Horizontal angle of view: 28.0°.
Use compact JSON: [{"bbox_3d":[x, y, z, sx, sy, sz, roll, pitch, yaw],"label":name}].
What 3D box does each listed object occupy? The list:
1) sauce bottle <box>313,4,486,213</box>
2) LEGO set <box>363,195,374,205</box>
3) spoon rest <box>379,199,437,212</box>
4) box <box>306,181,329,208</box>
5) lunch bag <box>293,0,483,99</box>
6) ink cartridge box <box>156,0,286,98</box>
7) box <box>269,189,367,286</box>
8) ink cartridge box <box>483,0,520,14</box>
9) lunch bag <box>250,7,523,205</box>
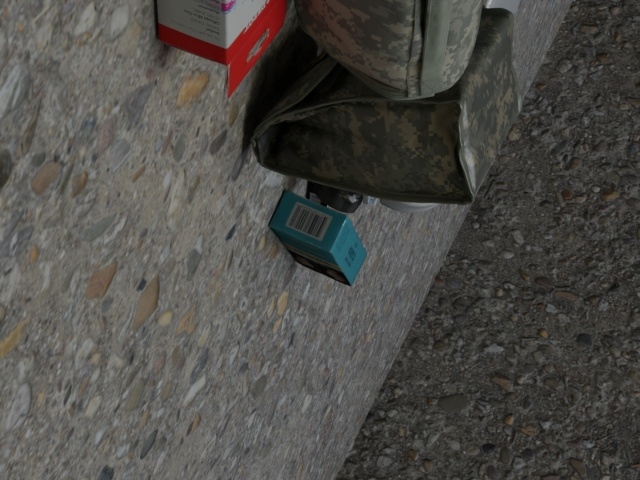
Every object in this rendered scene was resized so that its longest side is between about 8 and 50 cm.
[{"bbox_3d":[0.101,-0.193,1.758,0.344,0.111,0.111,-61,171,23],"label":"sauce bottle"},{"bbox_3d":[0.096,-0.149,2.048,0.244,0.060,0.182,8,90,-81],"label":"LEGO set"},{"bbox_3d":[0.185,-0.150,1.781,0.276,0.084,0.137,-58,-178,-14],"label":"spoon rest"},{"bbox_3d":[0.025,-0.152,1.893,0.207,0.036,0.114,97,19,-47],"label":"box"},{"bbox_3d":[0.074,-0.312,1.244,0.305,0.213,0.256,91,-20,-61],"label":"lunch bag"},{"bbox_3d":[-0.087,-0.259,1.172,0.231,0.078,0.134,95,21,-50],"label":"ink cartridge box"},{"bbox_3d":[0.000,0.000,1.895,0.060,0.101,0.244,-64,166,-9],"label":"box"},{"bbox_3d":[0.274,-0.549,1.987,0.279,0.160,0.384,-28,137,-70],"label":"ink cartridge box"},{"bbox_3d":[0.077,-0.172,1.565,0.235,0.287,0.168,-56,142,-48],"label":"lunch bag"}]
